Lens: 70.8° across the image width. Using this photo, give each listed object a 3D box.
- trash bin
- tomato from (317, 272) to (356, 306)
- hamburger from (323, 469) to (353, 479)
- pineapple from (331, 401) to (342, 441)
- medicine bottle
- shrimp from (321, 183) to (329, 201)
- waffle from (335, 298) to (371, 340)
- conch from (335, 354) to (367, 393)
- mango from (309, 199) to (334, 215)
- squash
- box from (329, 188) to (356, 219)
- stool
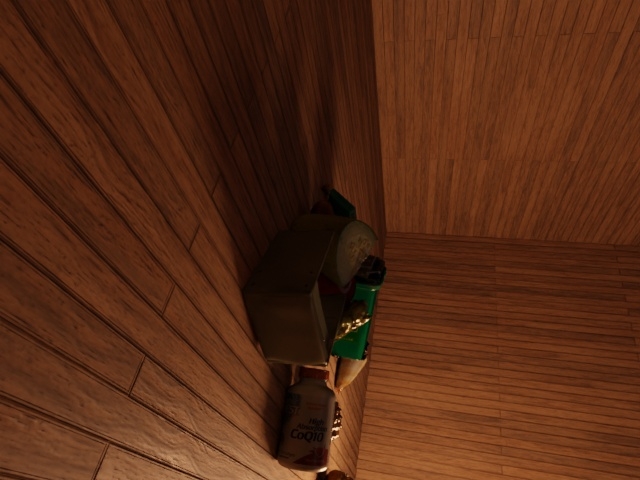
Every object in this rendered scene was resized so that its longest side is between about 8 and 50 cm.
[{"bbox_3d":[0.106,0.242,1.762,0.295,0.258,0.382,-45,143,-70],"label":"trash bin"},{"bbox_3d":[0.025,0.151,1.427,0.136,0.195,0.195,58,-7,32],"label":"tomato"},{"bbox_3d":[0.069,1.173,1.974,0.314,0.170,0.290,-27,123,-76],"label":"hamburger"},{"bbox_3d":[0.001,0.605,1.586,0.166,0.166,0.193,-40,133,-72],"label":"pineapple"},{"bbox_3d":[-0.037,0.545,1.394,0.157,0.156,0.289,58,37,-67],"label":"medicine bottle"},{"bbox_3d":[0.020,-0.176,1.728,0.127,0.025,0.091,7,88,-79],"label":"shrimp"},{"bbox_3d":[0.038,0.296,1.434,0.297,0.073,0.317,-40,175,-5],"label":"waffle"},{"bbox_3d":[0.131,0.639,2.273,0.255,0.127,0.158,-41,168,-41],"label":"conch"},{"bbox_3d":[0.000,0.000,1.502,0.133,0.110,0.268,-100,-172,-73],"label":"mango"},{"bbox_3d":[0.035,-0.002,1.394,0.237,0.154,0.204,-52,128,-37],"label":"squash"},{"bbox_3d":[0.094,-0.079,1.831,0.161,0.042,0.227,49,-22,41],"label":"box"},{"bbox_3d":[-0.051,0.142,1.163,0.270,0.170,0.244,-68,153,-52],"label":"stool"}]
